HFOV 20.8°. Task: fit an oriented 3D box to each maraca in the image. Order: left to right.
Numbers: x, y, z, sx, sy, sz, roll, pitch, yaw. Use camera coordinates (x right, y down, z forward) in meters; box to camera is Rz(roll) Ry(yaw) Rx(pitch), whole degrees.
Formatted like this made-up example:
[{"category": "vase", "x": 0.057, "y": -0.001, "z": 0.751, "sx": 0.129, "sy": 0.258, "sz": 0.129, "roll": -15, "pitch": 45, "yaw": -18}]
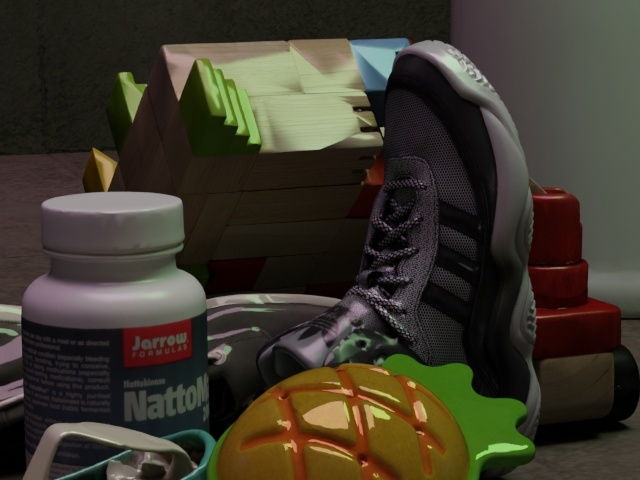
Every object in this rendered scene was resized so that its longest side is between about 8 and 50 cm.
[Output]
[{"category": "maraca", "x": 0.027, "y": 0.110, "z": 0.902, "sx": 0.186, "sy": 0.099, "sz": 0.127, "roll": -23, "pitch": 45, "yaw": -36}]

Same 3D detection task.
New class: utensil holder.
[{"category": "utensil holder", "x": 0.280, "y": -0.145, "z": 1.662, "sx": 0.328, "sy": 0.385, "sz": 0.327, "roll": 0, "pitch": 9, "yaw": 0}]

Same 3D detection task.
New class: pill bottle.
[{"category": "pill bottle", "x": -0.118, "y": 0.066, "z": 1.010, "sx": 0.108, "sy": 0.180, "sz": 0.108, "roll": -1, "pitch": 10, "yaw": 0}]

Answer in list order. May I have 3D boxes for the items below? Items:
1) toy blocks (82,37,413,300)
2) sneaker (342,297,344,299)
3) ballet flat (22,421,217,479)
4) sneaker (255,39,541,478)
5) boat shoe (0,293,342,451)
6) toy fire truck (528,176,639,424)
[{"category": "toy blocks", "x": -0.022, "y": -0.030, "z": 1.350, "sx": 0.261, "sy": 0.190, "sz": 0.381, "roll": -5, "pitch": -30, "yaw": -23}, {"category": "sneaker", "x": 0.000, "y": 0.000, "z": 1.578, "sx": 0.272, "sy": 0.108, "sz": 0.100, "roll": -11, "pitch": 14, "yaw": -23}, {"category": "ballet flat", "x": -0.151, "y": 0.136, "z": 0.869, "sx": 0.247, "sy": 0.087, "sz": 0.083, "roll": -7, "pitch": 10, "yaw": -36}, {"category": "sneaker", "x": 0.041, "y": 0.023, "z": 1.021, "sx": 0.153, "sy": 0.268, "sz": 0.101, "roll": -12, "pitch": 10, "yaw": -31}, {"category": "boat shoe", "x": -0.119, "y": 0.099, "z": 1.159, "sx": 0.335, "sy": 0.095, "sz": 0.112, "roll": -1, "pitch": -27, "yaw": -24}, {"category": "toy fire truck", "x": 0.105, "y": -0.003, "z": 1.214, "sx": 0.159, "sy": 0.246, "sz": 0.217, "roll": -4, "pitch": 10, "yaw": -22}]
